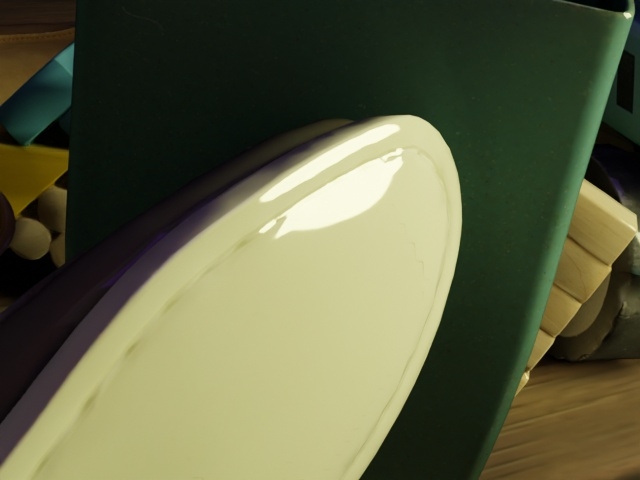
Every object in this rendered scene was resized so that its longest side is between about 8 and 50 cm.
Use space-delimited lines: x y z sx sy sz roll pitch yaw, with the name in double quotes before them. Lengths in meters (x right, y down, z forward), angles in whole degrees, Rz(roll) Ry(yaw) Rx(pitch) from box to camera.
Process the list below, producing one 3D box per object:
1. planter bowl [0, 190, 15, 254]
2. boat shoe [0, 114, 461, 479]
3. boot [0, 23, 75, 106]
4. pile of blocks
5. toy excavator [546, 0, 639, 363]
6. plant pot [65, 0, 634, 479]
"planter bowl" -0.227 0.023 0.673 0.217 0.090 0.217 8 20 -3
"boat shoe" -0.077 0.067 0.462 0.091 0.109 0.305 16 52 41
"boot" -0.150 -0.070 0.983 0.269 0.089 0.236 -8 16 -41
"pile of blocks" -0.037 -0.037 0.842 0.362 0.149 0.112 11 20 4
"toy excavator" 0.242 -0.149 0.846 0.222 0.445 0.433 -1 22 -25
"plant pot" 0.000 0.000 0.633 0.165 0.234 0.165 13 20 4
